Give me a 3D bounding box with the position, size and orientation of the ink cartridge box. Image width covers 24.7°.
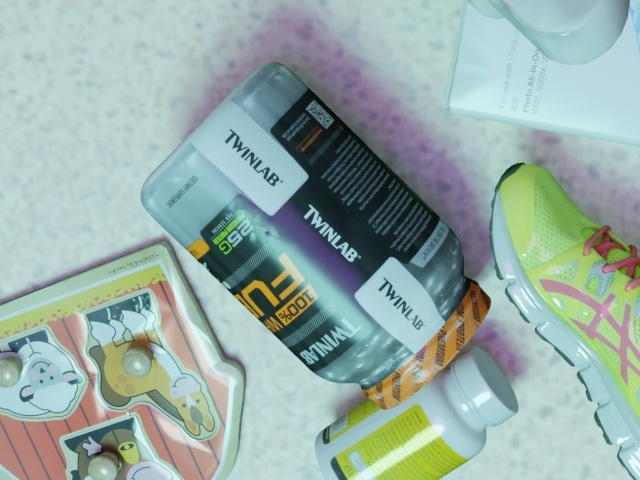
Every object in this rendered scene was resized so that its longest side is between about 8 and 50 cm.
[{"bbox_3d":[0.178,-0.102,0.754,0.212,0.154,0.093,9,108,8],"label":"ink cartridge box"}]

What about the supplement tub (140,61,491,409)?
[{"bbox_3d":[0.000,0.000,0.836,0.190,0.117,0.117,44,108,-4],"label":"supplement tub"}]

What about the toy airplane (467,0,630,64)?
[{"bbox_3d":[0.175,-0.252,0.589,0.386,0.384,0.272,9,141,19],"label":"toy airplane"}]

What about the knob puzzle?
[{"bbox_3d":[-0.137,0.118,0.941,0.213,0.030,0.213,3,107,9],"label":"knob puzzle"}]

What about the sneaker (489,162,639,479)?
[{"bbox_3d":[0.177,0.036,0.815,0.094,0.081,0.208,-36,88,36],"label":"sneaker"}]

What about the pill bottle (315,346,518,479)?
[{"bbox_3d":[0.060,0.115,0.886,0.116,0.065,0.065,-36,97,18],"label":"pill bottle"}]
